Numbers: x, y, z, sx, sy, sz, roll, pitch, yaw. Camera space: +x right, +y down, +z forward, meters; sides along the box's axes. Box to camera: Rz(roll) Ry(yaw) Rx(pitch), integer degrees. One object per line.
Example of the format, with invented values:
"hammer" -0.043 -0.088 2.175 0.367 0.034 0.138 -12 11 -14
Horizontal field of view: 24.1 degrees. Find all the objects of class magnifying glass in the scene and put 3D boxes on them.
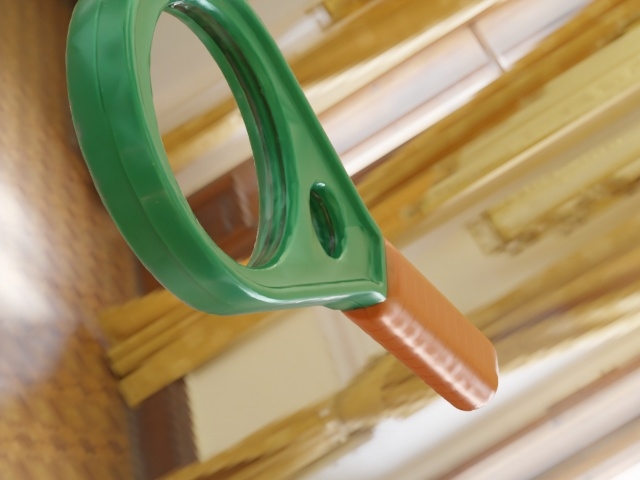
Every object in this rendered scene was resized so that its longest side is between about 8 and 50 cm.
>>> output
"magnifying glass" 0.000 0.000 0.442 0.231 0.026 0.092 40 40 -51
